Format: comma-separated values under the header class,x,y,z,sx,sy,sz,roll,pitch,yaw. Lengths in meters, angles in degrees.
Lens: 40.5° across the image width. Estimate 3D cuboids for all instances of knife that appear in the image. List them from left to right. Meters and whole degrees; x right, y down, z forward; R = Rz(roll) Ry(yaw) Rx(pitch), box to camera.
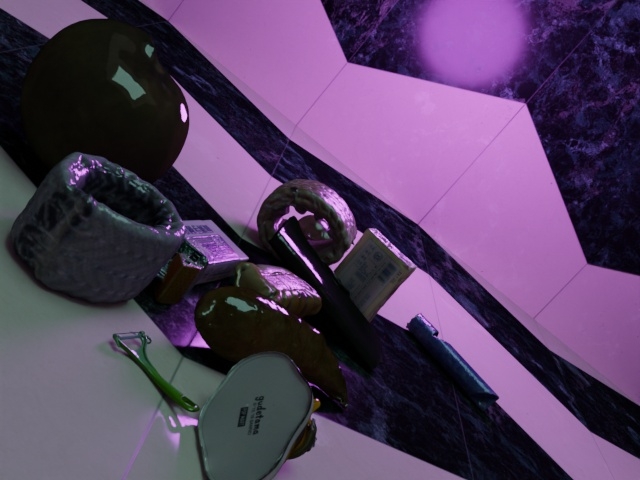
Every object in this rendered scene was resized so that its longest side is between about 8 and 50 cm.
class,x,y,z,sx,sy,sz,roll,pitch,yaw
knife,-0.233,0.192,1.254,0.166,0.022,0.078,44,21,20

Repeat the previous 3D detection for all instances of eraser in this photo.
class,x,y,z,sx,sy,sz,roll,pitch,yaw
eraser,-0.233,0.019,1.678,0.124,0.068,0.210,43,14,11

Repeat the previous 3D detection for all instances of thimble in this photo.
class,x,y,z,sx,sy,sz,roll,pitch,yaw
thimble,-0.341,-0.015,1.335,0.217,0.157,0.245,42,14,16
thimble,-0.036,-0.035,2.074,0.229,0.196,0.148,42,18,-3

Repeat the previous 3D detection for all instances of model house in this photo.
class,x,y,z,sx,sy,sz,roll,pitch,yaw
model house,-0.261,0.046,1.486,0.101,0.087,0.100,38,13,3

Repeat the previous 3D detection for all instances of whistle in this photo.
class,x,y,z,sx,sy,sz,roll,pitch,yaw
whistle,0.342,0.317,2.266,0.304,0.062,0.062,48,16,26

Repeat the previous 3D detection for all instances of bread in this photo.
class,x,y,z,sx,sy,sz,roll,pitch,yaw
bread,-0.092,0.108,1.744,0.134,0.081,0.225,42,15,26

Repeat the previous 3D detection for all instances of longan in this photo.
class,x,y,z,sx,sy,sz,roll,pitch,yaw
longan,-0.393,-0.241,1.584,0.319,0.319,0.319,38,15,-12

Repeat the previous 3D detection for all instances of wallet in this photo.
class,x,y,z,sx,sy,sz,roll,pitch,yaw
wallet,0.021,0.117,1.935,0.377,0.051,0.197,54,13,-6

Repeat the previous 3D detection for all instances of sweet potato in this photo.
class,x,y,z,sx,sy,sz,roll,pitch,yaw
sweet potato,-0.075,0.181,1.512,0.423,0.130,0.130,37,12,-45

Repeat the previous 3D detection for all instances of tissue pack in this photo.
class,x,y,z,sx,sy,sz,roll,pitch,yaw
tissue pack,0.113,0.089,2.082,0.148,0.196,0.092,44,13,17

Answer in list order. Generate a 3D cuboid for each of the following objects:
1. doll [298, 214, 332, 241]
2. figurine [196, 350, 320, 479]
class,x,y,z,sx,sy,sz,roll,pitch,yaw
doll,0.005,0.007,2.277,0.188,0.096,0.145,40,16,-47
figurine,-0.079,0.294,1.245,0.250,0.167,0.141,-68,148,-50
